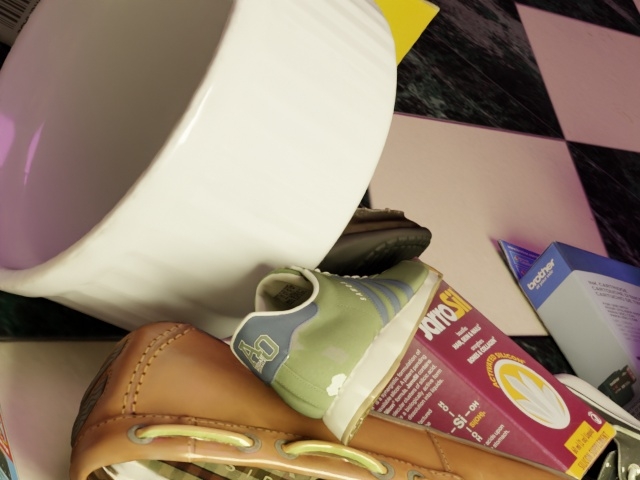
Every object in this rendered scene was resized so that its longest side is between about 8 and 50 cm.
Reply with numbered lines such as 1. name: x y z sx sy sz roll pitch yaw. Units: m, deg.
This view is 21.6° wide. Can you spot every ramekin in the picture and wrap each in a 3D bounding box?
1. ramekin: -0.082 -0.072 1.000 0.135 0.277 0.277 30 25 -32

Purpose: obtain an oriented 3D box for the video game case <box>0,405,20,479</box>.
1. video game case: -0.205 0.018 0.818 0.204 0.025 0.285 70 -5 -45

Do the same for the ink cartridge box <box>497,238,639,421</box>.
1. ink cartridge box: 0.287 0.106 1.425 0.186 0.065 0.311 17 30 -38

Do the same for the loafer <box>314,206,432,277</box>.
1. loafer: 0.000 0.000 1.199 0.078 0.080 0.220 49 27 23

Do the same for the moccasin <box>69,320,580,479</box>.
1. moccasin: 0.046 0.169 0.897 0.380 0.139 0.147 30 26 -14

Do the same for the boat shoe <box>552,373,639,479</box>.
1. boat shoe: 0.221 0.169 1.185 0.219 0.078 0.070 28 26 32

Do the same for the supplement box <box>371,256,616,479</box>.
1. supplement box: 0.094 0.109 1.134 0.188 0.081 0.104 41 25 10

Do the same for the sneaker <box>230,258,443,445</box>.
1. sneaker: 0.008 0.038 0.909 0.086 0.064 0.192 31 22 3

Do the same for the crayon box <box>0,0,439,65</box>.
1. crayon box: -0.098 -0.188 1.257 0.318 0.202 0.081 29 26 -20
